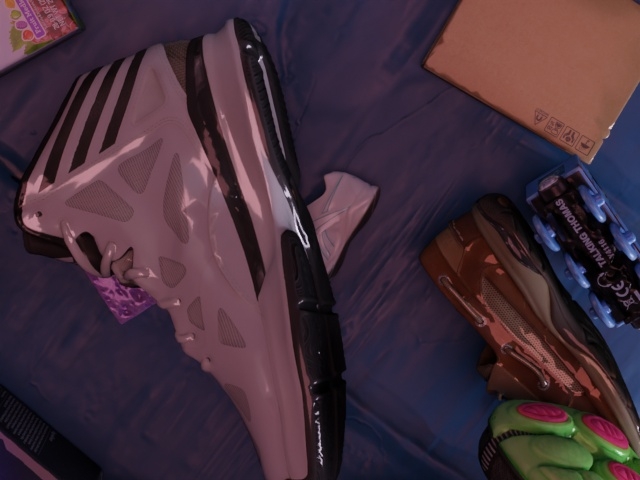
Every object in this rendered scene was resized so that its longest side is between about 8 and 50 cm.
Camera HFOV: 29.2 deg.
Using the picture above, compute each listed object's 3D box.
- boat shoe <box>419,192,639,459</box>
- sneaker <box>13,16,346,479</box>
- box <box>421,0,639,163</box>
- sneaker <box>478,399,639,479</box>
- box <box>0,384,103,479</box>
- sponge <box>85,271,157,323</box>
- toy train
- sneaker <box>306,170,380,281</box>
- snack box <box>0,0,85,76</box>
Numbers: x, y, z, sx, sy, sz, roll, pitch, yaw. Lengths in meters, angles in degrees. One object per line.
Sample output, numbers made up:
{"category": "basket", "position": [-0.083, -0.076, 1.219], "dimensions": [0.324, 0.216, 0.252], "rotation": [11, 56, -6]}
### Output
{"category": "boat shoe", "position": [0.215, 0.107, 1.240], "dimensions": [0.120, 0.122, 0.324], "rotation": [-32, 99, 14]}
{"category": "sneaker", "position": [-0.132, 0.037, 1.152], "dimensions": [0.258, 0.169, 0.447], "rotation": [-14, 84, 9]}
{"category": "box", "position": [0.228, -0.196, 1.234], "dimensions": [0.201, 0.021, 0.164], "rotation": [29, 96, -7]}
{"category": "sneaker", "position": [0.278, 0.346, 1.196], "dimensions": [0.202, 0.185, 0.483], "rotation": [-29, 119, 17]}
{"category": "box", "position": [-0.344, 0.235, 1.219], "dimensions": [0.207, 0.108, 0.153], "rotation": [41, 93, -8]}
{"category": "sponge", "position": [-0.144, -0.020, 1.232], "dimensions": [0.210, 0.031, 0.117], "rotation": [-32, 99, 1]}
{"category": "toy train", "position": [0.276, 0.004, 1.224], "dimensions": [0.080, 0.105, 0.184], "rotation": [-34, 102, 20]}
{"category": "sneaker", "position": [0.000, 0.000, 1.239], "dimensions": [0.061, 0.054, 0.152], "rotation": [31, 93, 8]}
{"category": "snack box", "position": [-0.351, -0.251, 1.163], "dimensions": [0.175, 0.070, 0.207], "rotation": [-28, 98, 0]}
